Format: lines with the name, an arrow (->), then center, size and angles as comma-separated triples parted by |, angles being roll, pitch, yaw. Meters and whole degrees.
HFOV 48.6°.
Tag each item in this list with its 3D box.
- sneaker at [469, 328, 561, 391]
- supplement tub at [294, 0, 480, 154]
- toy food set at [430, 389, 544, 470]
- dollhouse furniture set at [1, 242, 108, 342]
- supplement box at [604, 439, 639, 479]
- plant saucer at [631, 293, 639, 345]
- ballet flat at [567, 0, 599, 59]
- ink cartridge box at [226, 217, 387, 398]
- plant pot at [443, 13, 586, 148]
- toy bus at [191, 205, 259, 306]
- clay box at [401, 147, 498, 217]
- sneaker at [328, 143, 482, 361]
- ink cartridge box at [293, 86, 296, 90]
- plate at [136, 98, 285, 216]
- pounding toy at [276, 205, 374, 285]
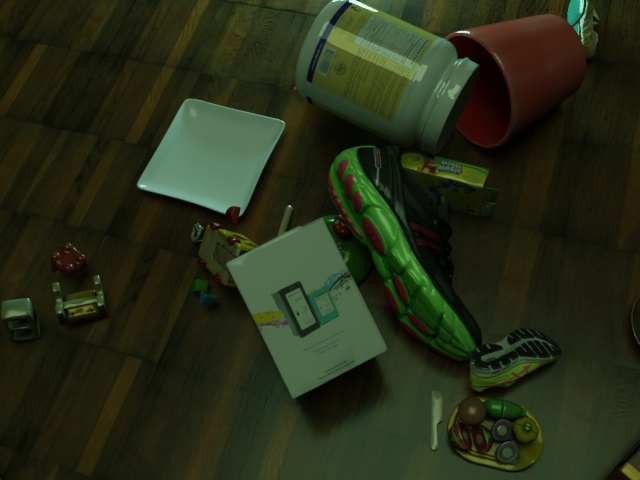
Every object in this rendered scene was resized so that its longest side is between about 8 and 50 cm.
sneaker -> 0.368, 0.236, 1.365 | 0.208, 0.094, 0.081 | -9, 38, -21
supplement tub -> 0.140, -0.342, 1.492 | 0.331, 0.241, 0.241 | 28, 69, 11
toy food set -> 0.307, 0.346, 1.314 | 0.217, 0.071, 0.128 | 9, 64, 12
dollhouse furniture set -> -0.666, 0.122, 1.543 | 0.374, 0.152, 0.201 | -9, 60, -17
supplement box -> 0.634, 0.403, 1.208 | 0.194, 0.129, 0.191 | -42, 65, -14
plant saucer -> 0.702, 0.170, 1.373 | 0.198, 0.036, 0.199 | -3, 62, 7
ballet flat -> 0.645, -0.521, 1.734 | 0.067, 0.073, 0.206 | 19, 66, -14
ink cartridge box -> -0.035, 0.119, 1.346 | 0.197, 0.198, 0.270 | -26, 92, -7
plant pot -> 0.431, -0.374, 1.580 | 0.243, 0.275, 0.275 | -26, 62, -16
toy bus -> -0.189, 0.032, 1.524 | 0.104, 0.191, 0.202 | 15, 56, -34
clay box -> 0.274, -0.121, 1.530 | 0.222, 0.127, 0.053 | 16, 66, 14
sneaker -> 0.200, 0.010, 1.397 | 0.202, 0.185, 0.483 | -25, 83, -21
ink cartridge box -> 0.055, -0.432, 1.733 | 0.224, 0.056, 0.181 | 18, 65, 31
plate -> -0.254, -0.195, 1.686 | 0.277, 0.045, 0.278 | 16, 66, 16
pounding toy -> 0.000, 0.000, 1.514 | 0.236, 0.110, 0.183 | 14, 65, 14
